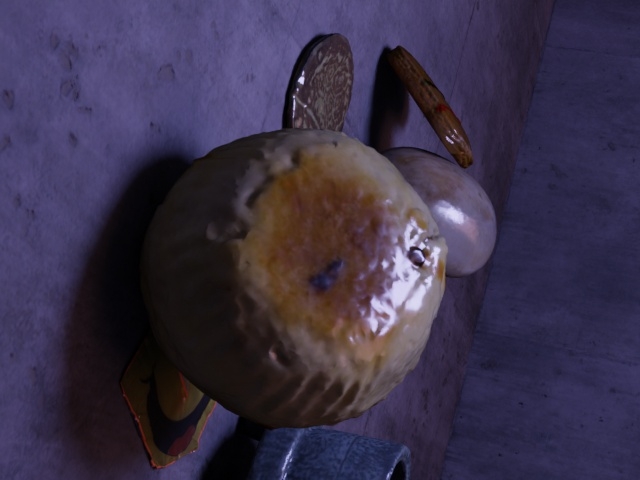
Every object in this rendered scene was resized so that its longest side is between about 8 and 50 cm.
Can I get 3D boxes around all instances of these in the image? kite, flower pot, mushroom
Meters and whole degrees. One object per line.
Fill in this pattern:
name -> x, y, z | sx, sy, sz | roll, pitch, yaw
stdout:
kite -> -0.178, 0.151, 1.545 | 0.377, 0.013, 0.327 | -7, 106, -69
flower pot -> -0.029, 0.417, 1.713 | 0.299, 0.283, 0.299 | 13, 90, -74
mushroom -> 0.174, -0.020, 2.097 | 0.290, 0.297, 0.297 | -55, 166, 15

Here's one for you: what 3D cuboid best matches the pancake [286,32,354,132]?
pancake -> 0.004, -0.221, 1.824 | 0.250, 0.031, 0.250 | 12, 90, -70

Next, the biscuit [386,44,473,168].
biscuit -> 0.228, -0.249, 2.152 | 0.277, 0.052, 0.262 | 61, 10, 29

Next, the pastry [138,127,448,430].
pastry -> -0.039, 0.053, 1.397 | 0.312, 0.388, 0.388 | -28, -145, 56
